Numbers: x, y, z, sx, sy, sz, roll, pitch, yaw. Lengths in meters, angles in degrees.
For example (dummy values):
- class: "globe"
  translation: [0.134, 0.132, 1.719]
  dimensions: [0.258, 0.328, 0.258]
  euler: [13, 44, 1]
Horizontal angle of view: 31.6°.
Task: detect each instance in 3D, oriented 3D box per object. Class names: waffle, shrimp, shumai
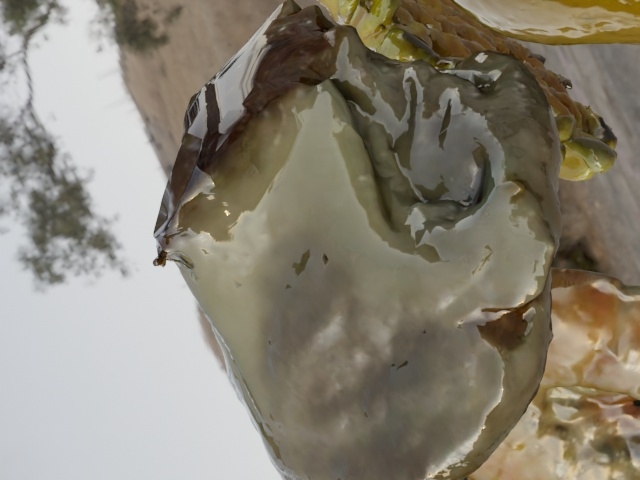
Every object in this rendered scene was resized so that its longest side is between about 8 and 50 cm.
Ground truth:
- class: "waffle"
  translation: [0.110, -0.148, 0.920]
  dimensions: [0.329, 0.062, 0.329]
  euler: [31, -158, -14]
- class: "shrimp"
  translation: [0.186, 0.110, 0.578]
  dimensions: [0.317, 0.164, 0.062]
  euler: [29, -139, -8]
- class: "shumai"
  translation: [0.000, 0.000, 0.426]
  dimensions: [0.120, 0.201, 0.201]
  euler: [18, -155, -22]

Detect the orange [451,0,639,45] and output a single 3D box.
- class: "orange"
  translation: [0.142, -0.227, 0.546]
  dimensions: [0.279, 0.279, 0.235]
  euler: [66, -173, 10]
